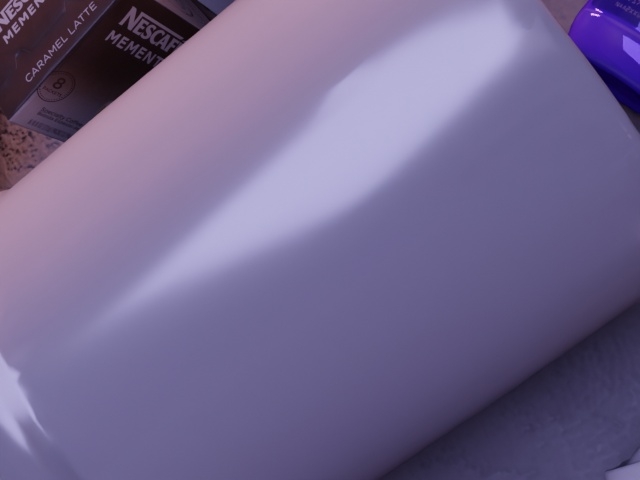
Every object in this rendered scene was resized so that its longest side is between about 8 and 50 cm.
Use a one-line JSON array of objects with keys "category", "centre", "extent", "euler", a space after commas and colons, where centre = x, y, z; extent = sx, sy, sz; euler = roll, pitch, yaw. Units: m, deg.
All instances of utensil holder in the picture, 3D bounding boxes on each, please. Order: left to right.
[{"category": "utensil holder", "centre": [0.000, 0.000, 0.598], "extent": [0.385, 0.327, 0.328], "euler": [-36, 66, 14]}]

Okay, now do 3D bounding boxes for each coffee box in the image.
[{"category": "coffee box", "centre": [-0.148, -0.143, 0.741], "extent": [0.141, 0.246, 0.098], "euler": [-44, 65, 13]}]

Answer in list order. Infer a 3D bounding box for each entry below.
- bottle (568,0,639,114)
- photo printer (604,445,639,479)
[{"category": "bottle", "centre": [0.299, -0.216, 0.616], "extent": [0.118, 0.092, 0.283], "euler": [40, 99, 24]}, {"category": "photo printer", "centre": [0.325, 0.192, 0.482], "extent": [0.307, 0.107, 0.256], "euler": [-35, 69, 35]}]
